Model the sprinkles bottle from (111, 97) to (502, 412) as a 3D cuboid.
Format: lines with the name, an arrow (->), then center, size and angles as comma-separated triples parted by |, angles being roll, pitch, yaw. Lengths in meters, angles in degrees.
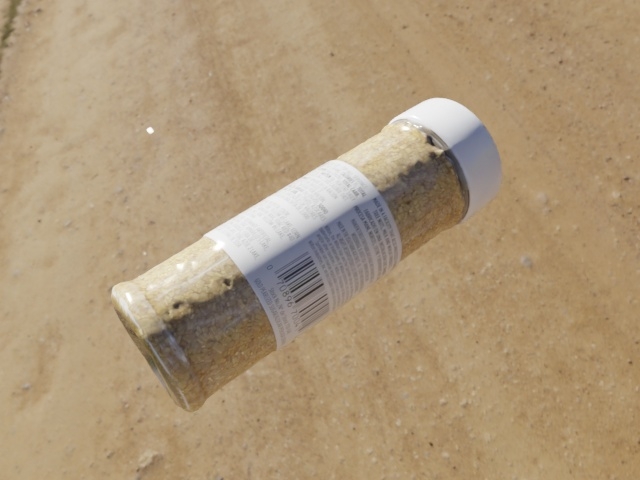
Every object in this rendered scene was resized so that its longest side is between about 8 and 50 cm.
sprinkles bottle -> 0.000, 0.000, 0.558 | 0.355, 0.121, 0.121 | -33, 42, -21
